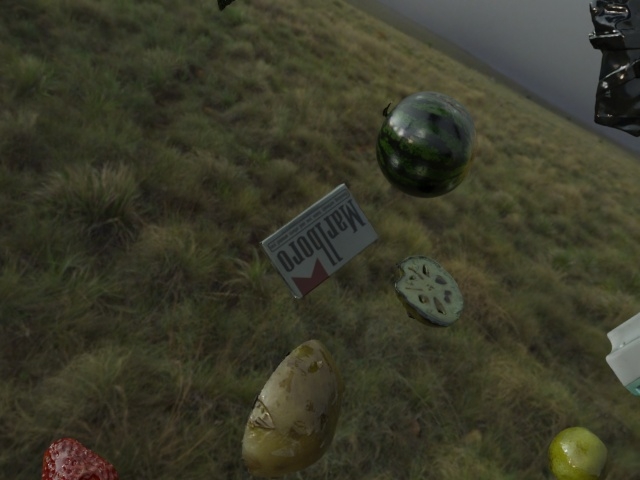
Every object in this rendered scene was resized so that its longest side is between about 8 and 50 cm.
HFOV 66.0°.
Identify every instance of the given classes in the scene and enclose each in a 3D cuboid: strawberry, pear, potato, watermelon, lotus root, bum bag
[{"bbox_3d":[-0.246,0.237,0.486,0.083,0.073,0.073,48,27,4],"label":"strawberry"},{"bbox_3d":[0.592,0.498,1.108,0.141,0.141,0.104,17,2,-25],"label":"pear"},{"bbox_3d":[-0.026,0.337,0.979,0.115,0.239,0.299,8,34,31],"label":"potato"},{"bbox_3d":[0.261,-0.236,1.220,0.268,0.269,0.269,24,26,-12],"label":"watermelon"},{"bbox_3d":[0.266,0.140,1.269,0.183,0.078,0.204,-27,70,-39],"label":"lotus root"},{"bbox_3d":[0.614,-0.361,0.979,0.136,0.310,0.074,-5,7,21],"label":"bum bag"}]

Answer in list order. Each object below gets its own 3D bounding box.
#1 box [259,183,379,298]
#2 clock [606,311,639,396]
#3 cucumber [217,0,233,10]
[{"bbox_3d":[0.000,0.000,0.822,0.115,0.177,0.036,58,-18,-12],"label":"box"},{"bbox_3d":[0.621,0.120,0.806,0.262,0.231,0.116,-26,59,-13],"label":"clock"},{"bbox_3d":[-0.140,-0.539,0.813,0.072,0.301,0.072,7,15,-2],"label":"cucumber"}]
